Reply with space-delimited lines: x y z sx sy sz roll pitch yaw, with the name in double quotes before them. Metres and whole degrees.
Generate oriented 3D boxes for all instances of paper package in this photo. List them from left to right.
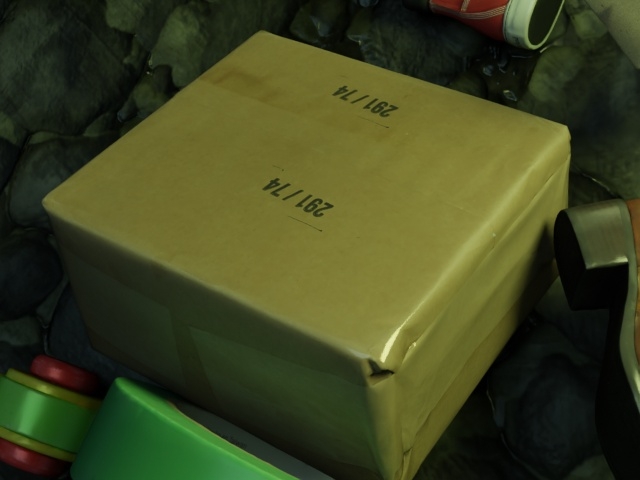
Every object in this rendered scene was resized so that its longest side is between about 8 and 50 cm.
"paper package" 0.000 0.000 0.841 0.325 0.168 0.309 21 48 29

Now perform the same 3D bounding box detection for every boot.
"boot" 0.178 -0.320 1.001 0.176 0.088 0.244 27 88 30
"boot" 0.335 0.075 0.755 0.280 0.096 0.264 -5 53 -4

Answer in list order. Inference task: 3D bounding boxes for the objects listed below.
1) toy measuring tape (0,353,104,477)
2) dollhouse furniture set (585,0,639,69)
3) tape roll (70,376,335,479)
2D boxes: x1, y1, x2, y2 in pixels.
"toy measuring tape" -0.214 0.186 0.986 0.330 0.121 0.121 16 80 27
"dollhouse furniture set" 0.356 -0.198 0.740 0.259 0.262 0.135 -46 60 34
"tape roll" -0.025 0.203 0.776 0.321 0.321 0.077 21 82 28
